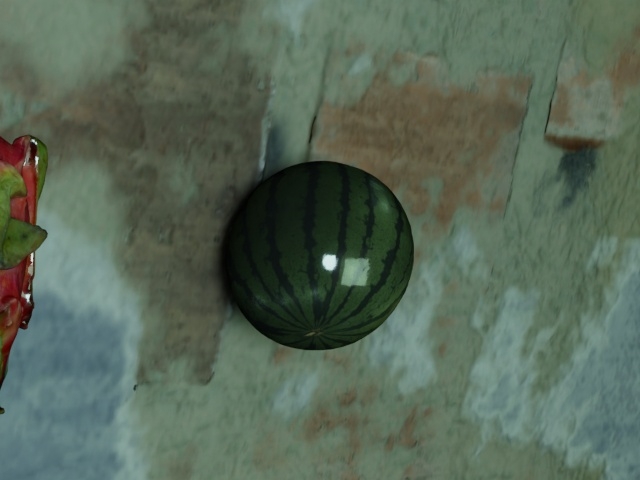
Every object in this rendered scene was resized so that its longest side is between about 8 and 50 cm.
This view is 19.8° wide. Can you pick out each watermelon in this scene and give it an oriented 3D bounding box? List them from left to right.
[{"bbox_3d":[0.000,0.000,1.033,0.133,0.105,0.105,-88,160,-47],"label":"watermelon"}]

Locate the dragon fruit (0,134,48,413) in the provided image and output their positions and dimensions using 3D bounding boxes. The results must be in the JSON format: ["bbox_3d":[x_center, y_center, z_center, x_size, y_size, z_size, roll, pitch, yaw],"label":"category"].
[{"bbox_3d":[-0.182,0.004,0.764,0.166,0.160,0.172,45,58,-57],"label":"dragon fruit"}]
